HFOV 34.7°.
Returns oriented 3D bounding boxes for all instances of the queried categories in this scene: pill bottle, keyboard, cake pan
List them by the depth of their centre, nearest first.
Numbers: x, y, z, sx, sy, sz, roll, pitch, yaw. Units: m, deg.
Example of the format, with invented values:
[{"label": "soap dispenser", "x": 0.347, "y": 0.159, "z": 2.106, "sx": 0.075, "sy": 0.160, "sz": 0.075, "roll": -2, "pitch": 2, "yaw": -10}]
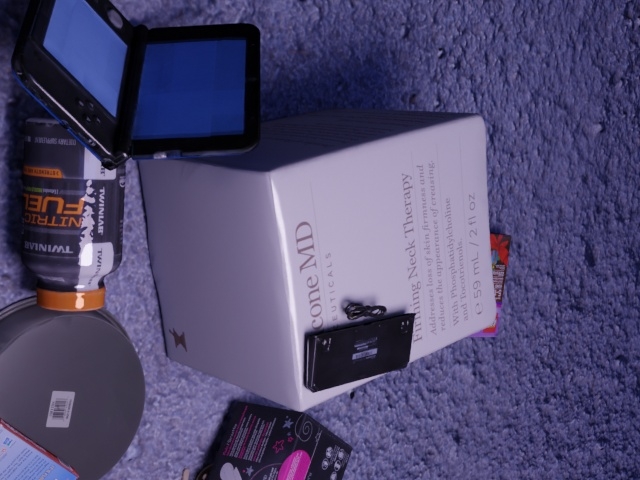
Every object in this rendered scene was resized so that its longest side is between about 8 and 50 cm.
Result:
[{"label": "keyboard", "x": 0.053, "y": 0.128, "z": 1.323, "sx": 0.180, "sy": 0.023, "sz": 0.108, "roll": -9, "pitch": 111, "yaw": -41}, {"label": "pill bottle", "x": -0.319, "y": -0.034, "z": 1.326, "sx": 0.131, "sy": 0.130, "sz": 0.245, "roll": -3, "pitch": 99, "yaw": -41}, {"label": "cake pan", "x": -0.360, "y": 0.220, "z": 1.387, "sx": 0.293, "sy": 0.054, "sz": 0.293, "roll": -9, "pitch": 103, "yaw": -40}]

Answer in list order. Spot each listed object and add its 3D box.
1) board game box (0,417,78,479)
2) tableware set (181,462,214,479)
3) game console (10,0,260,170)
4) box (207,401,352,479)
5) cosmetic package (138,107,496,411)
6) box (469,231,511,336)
[{"label": "board game box", "x": -0.456, "y": 0.367, "z": 1.298, "sx": 0.281, "sy": 0.027, "sz": 0.145, "roll": -47, "pitch": 125, "yaw": -7}, {"label": "tableware set", "x": -0.166, "y": 0.447, "z": 1.608, "sx": 0.128, "sy": 0.039, "sz": 0.194, "roll": 4, "pitch": 95, "yaw": -42}, {"label": "game console", "x": -0.214, "y": -0.239, "z": 1.262, "sx": 0.250, "sy": 0.173, "sz": 0.293, "roll": 48, "pitch": 24, "yaw": -35}, {"label": "box", "x": -0.079, "y": 0.396, "z": 1.575, "sx": 0.163, "sy": 0.142, "sz": 0.247, "roll": 46, "pitch": 58, "yaw": -47}, {"label": "cosmetic package", "x": 0.000, "y": 0.000, "z": 1.485, "sx": 0.394, "sy": 0.327, "sz": 0.329, "roll": -19, "pitch": 110, "yaw": -37}, {"label": "box", "x": 0.229, "y": 0.076, "z": 1.882, "sx": 0.293, "sy": 0.057, "sz": 0.200, "roll": 4, "pitch": 96, "yaw": -42}]
